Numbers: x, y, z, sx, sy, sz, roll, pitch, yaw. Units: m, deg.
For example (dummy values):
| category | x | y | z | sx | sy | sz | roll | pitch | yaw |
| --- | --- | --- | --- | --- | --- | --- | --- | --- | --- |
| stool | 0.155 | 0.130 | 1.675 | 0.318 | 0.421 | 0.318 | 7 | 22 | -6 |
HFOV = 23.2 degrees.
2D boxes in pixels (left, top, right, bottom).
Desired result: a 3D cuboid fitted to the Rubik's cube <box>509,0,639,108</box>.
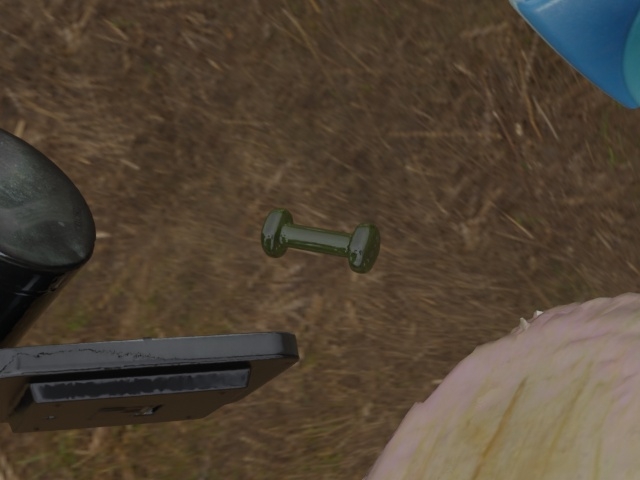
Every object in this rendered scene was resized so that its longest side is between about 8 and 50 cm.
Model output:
| category | x | y | z | sx | sy | sz | roll | pitch | yaw |
| --- | --- | --- | --- | --- | --- | --- | --- | --- | --- |
| Rubik's cube | 0.400 | -0.394 | 1.759 | 0.352 | 0.347 | 0.352 | -22 | 58 | 31 |

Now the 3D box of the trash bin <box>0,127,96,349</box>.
| category | x | y | z | sx | sy | sz | roll | pitch | yaw |
| --- | --- | --- | --- | --- | --- | --- | --- | --- | --- |
| trash bin | -0.386 | 0.052 | 1.525 | 0.301 | 0.252 | 0.203 | -48 | 37 | 26 |

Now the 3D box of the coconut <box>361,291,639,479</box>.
| category | x | y | z | sx | sy | sz | roll | pitch | yaw |
| --- | --- | --- | --- | --- | --- | --- | --- | --- | --- |
| coconut | 0.192 | 0.193 | 0.636 | 0.405 | 0.404 | 0.404 | -1 | 85 | 14 |

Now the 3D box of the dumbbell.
| category | x | y | z | sx | sy | sz | roll | pitch | yaw |
| --- | --- | --- | --- | --- | --- | --- | --- | --- | --- |
| dumbbell | 0.000 | 0.000 | 1.539 | 0.118 | 0.046 | 0.052 | 10 | 61 | 24 |

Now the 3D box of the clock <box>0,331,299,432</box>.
| category | x | y | z | sx | sy | sz | roll | pitch | yaw |
| --- | --- | --- | --- | --- | --- | --- | --- | --- | --- |
| clock | -0.178 | 0.134 | 1.408 | 0.273 | 0.279 | 0.049 | -2 | 76 | -17 |
